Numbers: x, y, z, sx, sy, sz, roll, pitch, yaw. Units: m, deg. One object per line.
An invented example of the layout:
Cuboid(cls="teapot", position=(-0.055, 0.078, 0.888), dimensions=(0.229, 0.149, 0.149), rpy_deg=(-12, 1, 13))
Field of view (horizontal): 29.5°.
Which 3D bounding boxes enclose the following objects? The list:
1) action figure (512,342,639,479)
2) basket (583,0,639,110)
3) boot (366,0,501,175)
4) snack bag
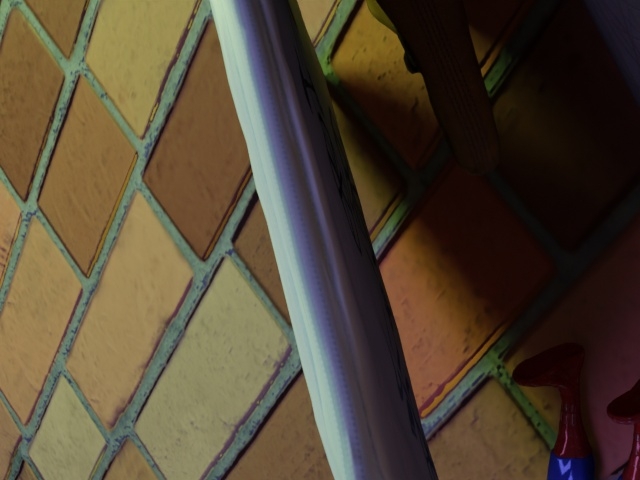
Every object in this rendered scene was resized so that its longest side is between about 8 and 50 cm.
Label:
Cuboid(cls="action figure", position=(0.119, 0.210, 0.647), dimensions=(0.091, 0.139, 0.280), rpy_deg=(20, 125, 46))
Cuboid(cls="basket", position=(0.130, -0.186, 0.417), dimensions=(0.204, 0.154, 0.227), rpy_deg=(-46, 68, 39))
Cuboid(cls="boot", position=(0.021, -0.119, 0.474), dimensions=(0.280, 0.096, 0.264), rpy_deg=(66, 180, -48))
Cuboid(cls="snack bag", position=(0.000, 0.000, 0.535), dimensions=(0.342, 0.037, 0.323), rpy_deg=(62, -167, -71))
